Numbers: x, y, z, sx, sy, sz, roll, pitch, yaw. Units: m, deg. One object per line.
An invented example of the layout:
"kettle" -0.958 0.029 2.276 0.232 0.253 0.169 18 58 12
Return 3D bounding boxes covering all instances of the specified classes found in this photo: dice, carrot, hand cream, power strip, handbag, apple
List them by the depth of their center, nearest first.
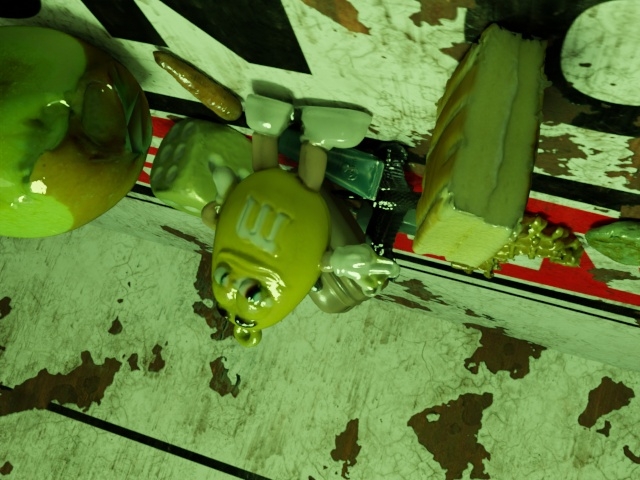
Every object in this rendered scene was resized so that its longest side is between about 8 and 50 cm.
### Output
"apple" -0.476 -0.178 1.219 0.374 0.374 0.384 14 -167 17
"carrot" -0.206 -0.260 1.231 0.047 0.047 0.191 5 162 44
"hand cream" 0.010 -0.148 1.324 0.224 0.083 0.048 25 -148 19
"handbag" 0.000 0.000 1.445 0.302 0.149 0.283 59 -172 5
"dice" -0.236 -0.141 1.503 0.169 0.169 0.166 27 164 -37
"power strip" 0.172 -0.044 1.645 0.253 0.054 0.167 12 165 21

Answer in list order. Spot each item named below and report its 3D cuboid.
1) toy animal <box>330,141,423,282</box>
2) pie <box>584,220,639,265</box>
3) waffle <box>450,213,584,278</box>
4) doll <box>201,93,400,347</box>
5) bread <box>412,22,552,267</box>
"toy animal" 0.120 -0.069 1.396 0.160 0.272 0.197 -13 -158 -43
"pie" 0.579 0.008 1.330 0.187 0.041 0.187 17 169 3
"waffle" 0.364 0.013 1.493 0.260 0.069 0.293 25 154 -34
"doll" -0.052 -0.043 1.232 0.348 0.423 0.161 -13 180 26
"bread" 0.195 -0.107 0.904 0.111 0.239 0.246 11 169 0
